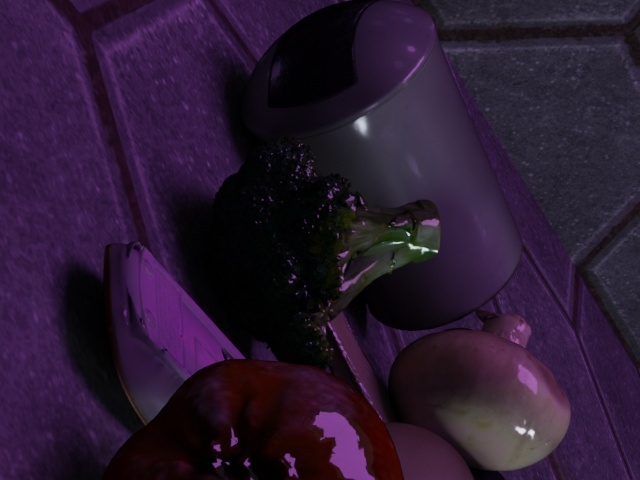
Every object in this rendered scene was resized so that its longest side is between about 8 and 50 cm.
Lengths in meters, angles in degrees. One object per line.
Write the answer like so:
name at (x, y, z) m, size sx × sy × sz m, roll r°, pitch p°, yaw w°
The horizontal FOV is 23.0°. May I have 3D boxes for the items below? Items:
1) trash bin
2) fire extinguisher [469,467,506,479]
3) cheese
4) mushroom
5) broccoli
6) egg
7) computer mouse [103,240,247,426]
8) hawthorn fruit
trash bin at (0.084, -0.114, 2.121) m, size 0.280 × 0.280 × 0.432 m, roll -90°, pitch 154°, yaw -55°
fire extinguisher at (0.167, 0.347, 2.056) m, size 0.114 × 0.095 × 0.311 m, roll 24°, pitch 4°, yaw 17°
cheese at (0.024, 0.134, 2.006) m, size 0.400 × 0.034 × 0.085 m, roll 62°, pitch 21°, yaw -13°
mushroom at (0.215, 0.191, 2.080) m, size 0.246 × 0.246 × 0.202 m, roll 45°, pitch 62°, yaw -51°
broccoli at (0.000, 0.000, 1.746) m, size 0.269 × 0.269 × 0.254 m, roll -92°, pitch -170°, yaw -52°
egg at (0.067, 0.292, 1.636) m, size 0.188 × 0.188 × 0.253 m, roll 64°, pitch 23°, yaw -9°
computer mouse at (-0.123, 0.129, 1.472) m, size 0.310 × 0.072 × 0.158 m, roll 51°, pitch 20°, yaw -42°
hawthorn fruit at (-0.044, 0.235, 1.245) m, size 0.284 × 0.284 × 0.284 m, roll 56°, pitch 19°, yaw -31°
